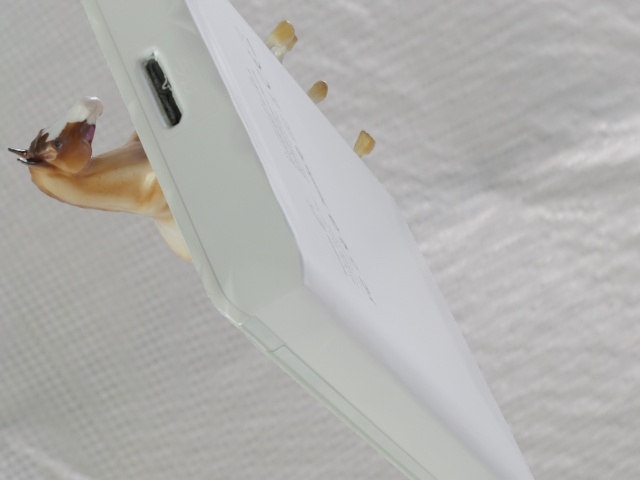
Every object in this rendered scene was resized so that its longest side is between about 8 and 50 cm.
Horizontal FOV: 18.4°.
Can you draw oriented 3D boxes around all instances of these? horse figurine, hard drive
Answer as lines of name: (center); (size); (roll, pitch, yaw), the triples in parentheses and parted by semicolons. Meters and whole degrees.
horse figurine: (-0.063, -0.047, 1.240); (0.174, 0.263, 0.066); (-41, -115, 0)
hard drive: (0.000, 0.000, 0.841); (0.040, 0.307, 0.203); (-30, -120, 8)
